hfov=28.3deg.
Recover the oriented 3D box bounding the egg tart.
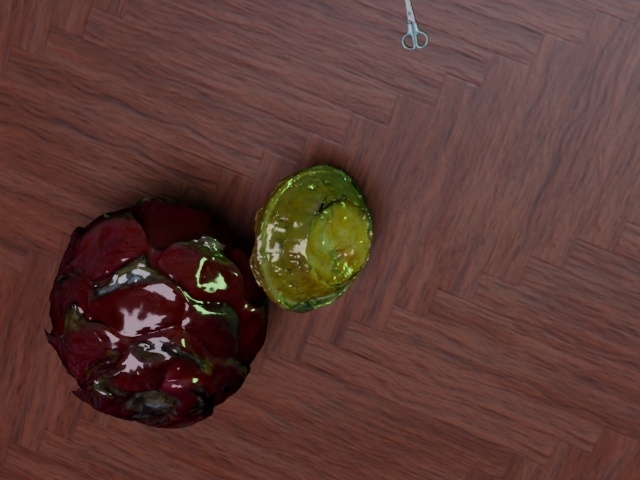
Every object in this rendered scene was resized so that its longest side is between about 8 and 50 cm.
[{"bbox_3d":[0.001,0.001,1.726,0.090,0.212,0.213,16,120,48],"label":"egg tart"}]

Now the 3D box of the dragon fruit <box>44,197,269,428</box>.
[{"bbox_3d":[-0.224,0.103,1.759,0.329,0.329,0.329,5,112,12],"label":"dragon fruit"}]

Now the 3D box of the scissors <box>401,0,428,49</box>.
[{"bbox_3d":[0.121,-0.294,1.685,0.036,0.006,0.083,-7,109,14],"label":"scissors"}]
